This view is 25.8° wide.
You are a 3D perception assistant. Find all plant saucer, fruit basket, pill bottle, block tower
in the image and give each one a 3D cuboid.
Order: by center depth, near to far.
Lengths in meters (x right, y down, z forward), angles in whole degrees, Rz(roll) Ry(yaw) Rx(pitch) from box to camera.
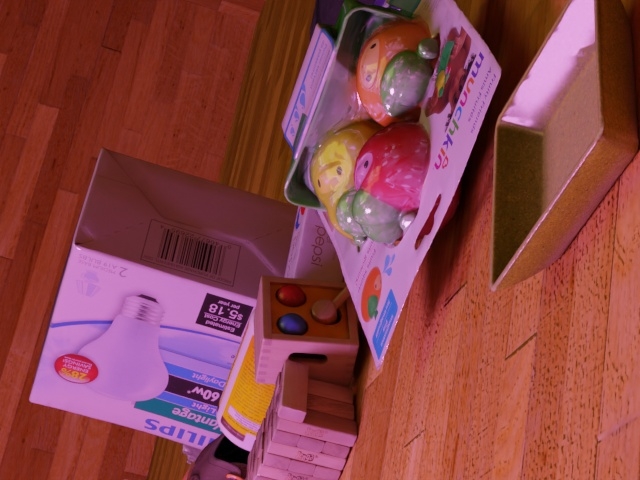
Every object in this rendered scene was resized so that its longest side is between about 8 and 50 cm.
[{"bbox_3d":[0.185,-0.078,1.040,0.188,0.045,0.188,117,166,-48],"label":"plant saucer"},{"bbox_3d":[0.065,-0.098,1.413,0.353,0.165,0.327,-99,26,-61],"label":"fruit basket"},{"bbox_3d":[-0.050,0.304,1.614,0.091,0.097,0.335,-91,18,-60],"label":"block tower"},{"bbox_3d":[-0.050,0.158,1.770,0.117,0.117,0.215,-91,20,-61],"label":"pill bottle"}]

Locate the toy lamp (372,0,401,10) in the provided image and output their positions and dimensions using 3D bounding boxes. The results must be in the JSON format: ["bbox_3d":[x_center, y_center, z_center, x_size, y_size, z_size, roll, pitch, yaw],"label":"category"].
[{"bbox_3d":[0.078,-0.234,1.813,0.275,0.080,0.080,117,166,-45],"label":"toy lamp"}]

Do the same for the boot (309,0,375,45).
[{"bbox_3d":[0.099,-0.487,1.875,0.445,0.146,0.367,115,158,-59],"label":"boot"}]

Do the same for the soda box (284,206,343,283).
[{"bbox_3d":[0.000,0.000,1.895,0.074,0.069,0.216,124,159,-59],"label":"soda box"}]

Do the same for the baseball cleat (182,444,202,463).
[{"bbox_3d":[-0.184,0.323,2.468,0.109,0.072,0.206,-64,7,-35],"label":"baseball cleat"}]

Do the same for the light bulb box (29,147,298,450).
[{"bbox_3d":[-0.217,0.104,2.096,0.225,0.357,0.361,-81,11,-47],"label":"light bulb box"}]

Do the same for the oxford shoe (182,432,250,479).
[{"bbox_3d":[-0.140,0.377,1.915,0.133,0.130,0.364,-61,15,22],"label":"oxford shoe"}]

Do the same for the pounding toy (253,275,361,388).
[{"bbox_3d":[-0.002,0.090,1.621,0.130,0.141,0.100,-95,12,-51],"label":"pounding toy"}]
